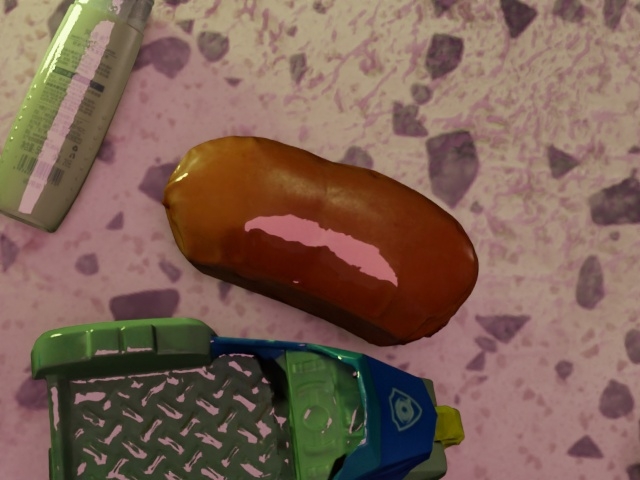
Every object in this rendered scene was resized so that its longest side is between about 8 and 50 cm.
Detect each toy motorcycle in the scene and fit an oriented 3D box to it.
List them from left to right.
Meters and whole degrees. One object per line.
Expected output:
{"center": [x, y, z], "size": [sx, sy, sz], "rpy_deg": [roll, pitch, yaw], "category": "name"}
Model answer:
{"center": [-0.046, 0.145, 0.889], "size": [0.326, 0.200, 0.191], "rpy_deg": [-6, 71, -6], "category": "toy motorcycle"}

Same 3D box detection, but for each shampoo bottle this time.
{"center": [-0.203, -0.113, 0.988], "size": [0.072, 0.049, 0.212], "rpy_deg": [24, 82, -1], "category": "shampoo bottle"}

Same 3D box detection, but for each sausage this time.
{"center": [0.001, -0.002, 0.966], "size": [0.258, 0.133, 0.133], "rpy_deg": [20, 81, -1], "category": "sausage"}
